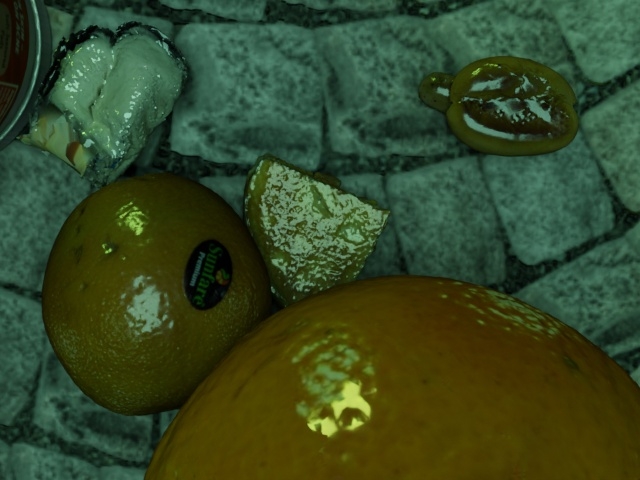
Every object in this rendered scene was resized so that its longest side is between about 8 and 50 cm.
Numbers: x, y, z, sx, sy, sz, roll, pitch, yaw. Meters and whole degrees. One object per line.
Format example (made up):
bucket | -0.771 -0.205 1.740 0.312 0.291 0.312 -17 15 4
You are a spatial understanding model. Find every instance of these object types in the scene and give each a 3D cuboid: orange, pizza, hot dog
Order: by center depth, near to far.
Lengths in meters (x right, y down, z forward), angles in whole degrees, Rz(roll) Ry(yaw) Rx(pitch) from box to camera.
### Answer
orange | 0.054 0.216 0.672 0.424 0.424 0.326 -41 52 4
orange | -0.138 0.045 0.752 0.206 0.206 0.206 0 95 1
hot dog | 0.160 -0.120 0.798 0.140 0.060 0.090 0 91 -6
pizza | -0.001 0.000 0.815 0.134 0.046 0.175 -9 95 3

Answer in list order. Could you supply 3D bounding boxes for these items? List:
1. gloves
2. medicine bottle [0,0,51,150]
gloves | -0.192 -0.129 0.796 0.114 0.070 0.153 34 88 6
medicine bottle | -0.374 -0.172 0.709 0.252 0.241 0.253 0 95 0
